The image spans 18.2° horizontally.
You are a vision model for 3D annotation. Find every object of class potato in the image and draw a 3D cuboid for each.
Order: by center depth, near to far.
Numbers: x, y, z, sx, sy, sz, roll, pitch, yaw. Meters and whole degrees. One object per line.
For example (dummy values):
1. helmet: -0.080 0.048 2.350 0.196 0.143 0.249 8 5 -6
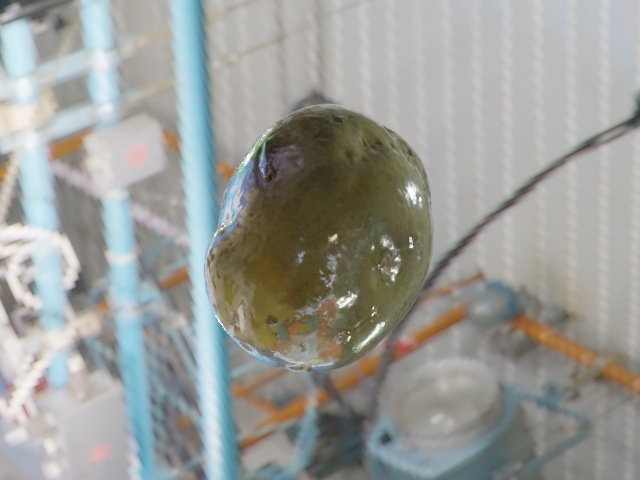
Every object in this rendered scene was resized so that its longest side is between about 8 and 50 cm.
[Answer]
1. potato: 0.000 0.000 1.537 0.178 0.235 0.160 42 -44 -2
